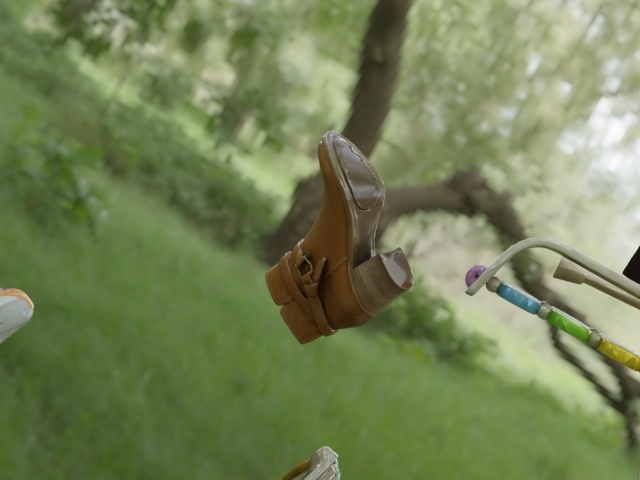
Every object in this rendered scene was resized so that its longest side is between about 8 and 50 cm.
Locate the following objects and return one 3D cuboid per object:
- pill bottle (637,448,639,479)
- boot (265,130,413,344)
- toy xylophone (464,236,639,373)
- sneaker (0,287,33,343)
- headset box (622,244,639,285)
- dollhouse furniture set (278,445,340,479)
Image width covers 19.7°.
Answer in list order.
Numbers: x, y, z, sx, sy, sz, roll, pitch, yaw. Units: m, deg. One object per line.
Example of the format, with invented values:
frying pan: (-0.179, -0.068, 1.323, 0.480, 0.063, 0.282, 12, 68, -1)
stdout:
pill bottle: (0.259, 0.103, 1.131, 0.121, 0.121, 0.221, 30, 29, -4)
boot: (0.000, 0.000, 1.916, 0.073, 0.152, 0.197, 3, 62, -50)
toy xylophone: (0.286, 0.087, 1.672, 0.322, 0.081, 0.236, 30, 2, 14)
sneaker: (-0.363, 0.145, 1.696, 0.121, 0.262, 0.099, 56, -3, -7)
headset box: (0.477, -0.073, 1.995, 0.110, 0.293, 0.218, 38, 36, 16)
dollhouse furniture set: (-0.077, 0.303, 1.303, 0.151, 0.197, 0.301, 54, 34, -1)
